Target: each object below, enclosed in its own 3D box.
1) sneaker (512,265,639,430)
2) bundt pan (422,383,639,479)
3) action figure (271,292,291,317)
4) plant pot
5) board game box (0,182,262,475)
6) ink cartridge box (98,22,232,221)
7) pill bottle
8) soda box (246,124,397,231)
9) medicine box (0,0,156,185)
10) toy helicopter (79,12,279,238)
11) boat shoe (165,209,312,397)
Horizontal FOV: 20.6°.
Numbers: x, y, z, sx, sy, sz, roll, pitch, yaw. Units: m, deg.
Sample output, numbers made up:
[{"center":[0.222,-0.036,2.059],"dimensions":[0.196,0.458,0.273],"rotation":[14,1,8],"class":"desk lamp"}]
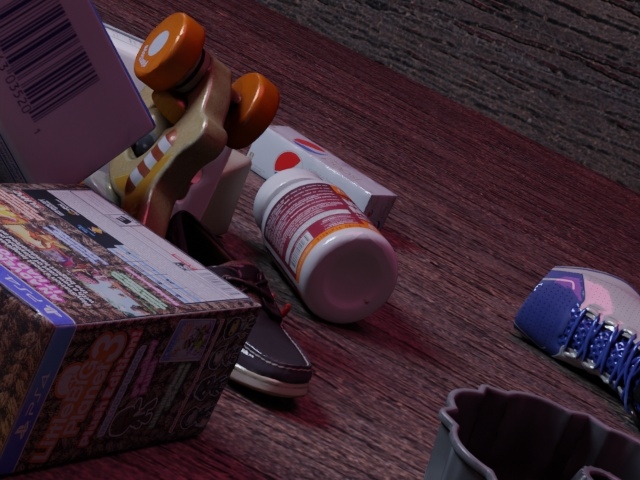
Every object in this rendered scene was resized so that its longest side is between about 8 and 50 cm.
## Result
[{"center":[0.398,0.147,2.219],"dimensions":[0.315,0.127,0.182],"rotation":[29,14,9],"class":"sneaker"},{"center":[0.232,0.267,1.582],"dimensions":[0.330,0.124,0.331],"rotation":[23,17,-7],"class":"bundt pan"},{"center":[-0.072,0.076,1.923],"dimensions":[0.038,0.030,0.115],"rotation":[35,20,17],"class":"action figure"},{"center":[-0.164,-0.064,2.107],"dimensions":[0.109,0.109,0.096],"rotation":[30,27,16],"class":"plant pot"},{"center":[-0.237,0.064,1.491],"dimensions":[0.232,0.141,0.291],"rotation":[33,17,27],"class":"board game box"},{"center":[-0.279,-0.143,1.983],"dimensions":[0.353,0.207,0.119],"rotation":[23,13,-12],"class":"ink cartridge box"},{"center":[0.000,0.000,2.102],"dimensions":[0.121,0.121,0.221],"rotation":[17,18,-28],"class":"pill bottle"},{"center":[-0.002,-0.086,2.478],"dimensions":[0.216,0.069,0.074],"rotation":[33,17,29],"class":"soda box"},{"center":[-0.339,-0.185,1.730],"dimensions":[0.149,0.263,0.289],"rotation":[-37,23,-26],"class":"medicine box"},{"center":[-0.187,-0.046,1.799],"dimensions":[0.140,0.235,0.355],"rotation":[37,44,-29],"class":"toy helicopter"},{"center":[-0.097,0.061,1.806],"dimensions":[0.102,0.092,0.285],"rotation":[12,20,-40],"class":"boat shoe"}]
